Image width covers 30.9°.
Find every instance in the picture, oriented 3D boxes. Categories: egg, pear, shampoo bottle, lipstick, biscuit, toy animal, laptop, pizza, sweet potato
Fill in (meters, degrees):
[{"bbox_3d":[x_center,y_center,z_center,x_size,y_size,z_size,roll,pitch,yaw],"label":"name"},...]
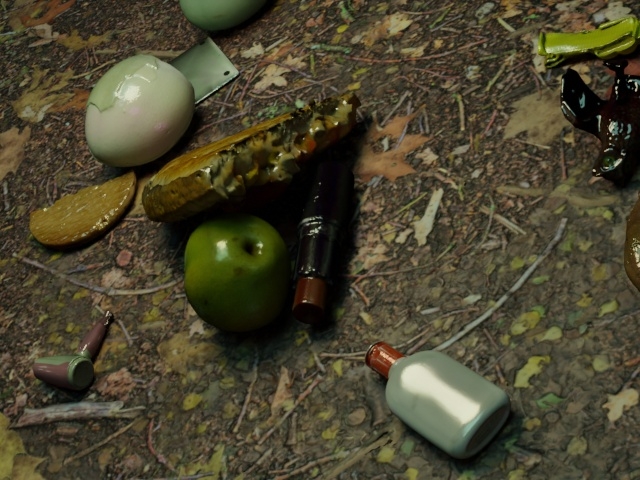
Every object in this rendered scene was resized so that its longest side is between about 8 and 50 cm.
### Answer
[{"bbox_3d":[-0.184,-0.520,2.317,0.231,0.168,0.168,-48,42,-10],"label":"egg"},{"bbox_3d":[-0.137,0.059,1.737,0.216,0.166,0.180,-46,53,48],"label":"pear"},{"bbox_3d":[0.140,0.194,1.496,0.108,0.051,0.221,-47,43,-12],"label":"shampoo bottle"},{"bbox_3d":[0.000,0.000,1.753,0.081,0.081,0.300,-11,43,23],"label":"lipstick"},{"bbox_3d":[-0.431,-0.045,2.111,0.224,0.033,0.144,-24,43,11],"label":"biscuit"},{"bbox_3d":[0.438,-0.163,1.649,0.218,0.116,0.179,17,87,11],"label":"toy animal"},{"bbox_3d":[-0.339,-0.229,2.124,0.183,0.183,0.217,20,75,43],"label":"egg"},{"bbox_3d":[-0.300,-0.293,2.285,0.269,0.015,0.187,-35,41,-3],"label":"laptop"},{"bbox_3d":[-0.089,-0.126,1.860,0.406,0.130,0.440,-26,10,-16],"label":"pizza"},{"bbox_3d":[0.424,-0.002,1.499,0.068,0.068,0.226,-15,43,20],"label":"sweet potato"}]

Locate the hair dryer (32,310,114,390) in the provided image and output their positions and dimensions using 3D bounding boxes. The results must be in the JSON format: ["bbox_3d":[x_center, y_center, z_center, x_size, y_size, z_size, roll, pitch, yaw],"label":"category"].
[{"bbox_3d":[-0.382,0.173,1.865,0.106,0.054,0.154,5,43,41],"label":"hair dryer"}]

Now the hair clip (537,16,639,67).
[{"bbox_3d":[0.429,-0.310,1.811,0.173,0.046,0.072,-9,49,28],"label":"hair clip"}]
